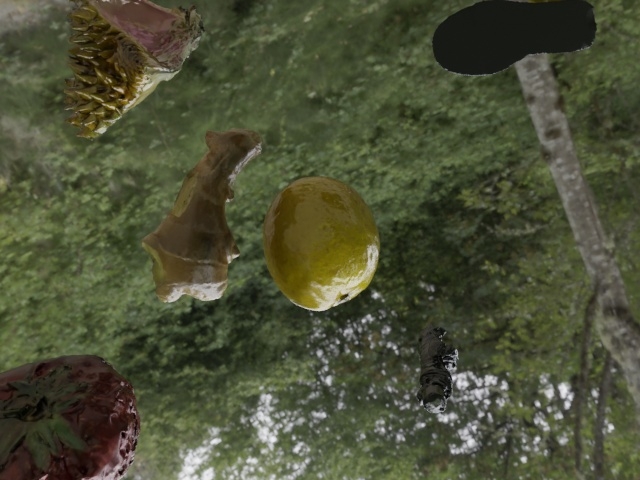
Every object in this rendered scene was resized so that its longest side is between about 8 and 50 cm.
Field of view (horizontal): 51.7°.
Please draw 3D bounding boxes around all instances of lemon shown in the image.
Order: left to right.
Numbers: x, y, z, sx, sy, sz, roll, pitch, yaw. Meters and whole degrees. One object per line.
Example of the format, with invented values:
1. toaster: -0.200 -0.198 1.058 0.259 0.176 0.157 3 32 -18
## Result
1. lemon: 0.000 0.000 0.958 0.170 0.207 0.170 -12 152 -6

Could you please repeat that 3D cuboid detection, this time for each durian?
1. durian: -0.287 -0.238 0.927 0.195 0.186 0.305 -51 -150 29

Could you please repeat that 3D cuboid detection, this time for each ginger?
1. ginger: -0.150 -0.045 0.933 0.294 0.131 0.086 -66 -169 -26

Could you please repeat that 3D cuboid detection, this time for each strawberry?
1. strawberry: -0.368 0.287 0.863 0.274 0.220 0.274 -3 -142 3

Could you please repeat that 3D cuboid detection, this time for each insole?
1. insole: 0.178 -0.186 0.594 0.189 0.064 0.004 -14 -167 -22

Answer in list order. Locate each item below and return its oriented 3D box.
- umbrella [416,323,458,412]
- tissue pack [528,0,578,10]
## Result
1. umbrella: 0.196 0.214 1.107 0.072 0.080 0.224 -5 -165 11
2. tissue pack: 0.179 -0.299 0.611 0.178 0.127 0.123 11 -148 -19
